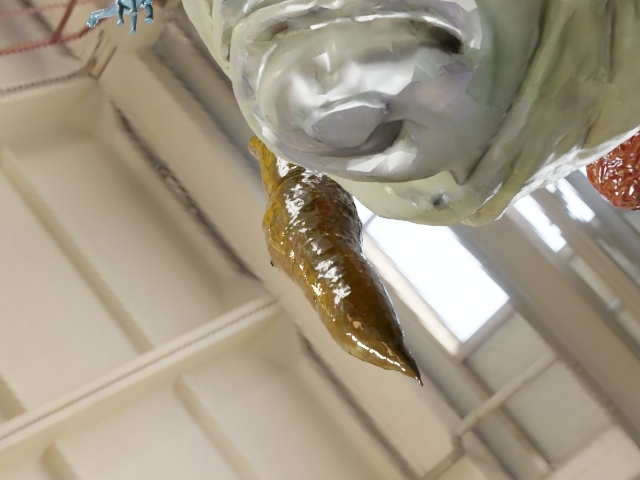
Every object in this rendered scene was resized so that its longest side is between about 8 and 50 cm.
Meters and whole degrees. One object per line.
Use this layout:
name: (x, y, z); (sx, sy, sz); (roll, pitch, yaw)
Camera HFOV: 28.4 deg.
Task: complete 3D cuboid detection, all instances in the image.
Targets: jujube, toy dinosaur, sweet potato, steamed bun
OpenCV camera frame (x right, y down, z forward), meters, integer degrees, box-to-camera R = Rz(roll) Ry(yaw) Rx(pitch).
jujube: (0.414, -0.121, 1.581); (0.112, 0.176, 0.109); (26, -155, -28)
toy dinosaur: (-0.249, -0.329, 1.707); (0.045, 0.197, 0.080); (20, -129, -48)
sweet potato: (0.000, 0.000, 0.776); (0.067, 0.067, 0.274); (16, -153, -27)
steamed bun: (0.039, -0.134, 0.591); (0.280, 0.268, 0.207); (52, -145, -28)
